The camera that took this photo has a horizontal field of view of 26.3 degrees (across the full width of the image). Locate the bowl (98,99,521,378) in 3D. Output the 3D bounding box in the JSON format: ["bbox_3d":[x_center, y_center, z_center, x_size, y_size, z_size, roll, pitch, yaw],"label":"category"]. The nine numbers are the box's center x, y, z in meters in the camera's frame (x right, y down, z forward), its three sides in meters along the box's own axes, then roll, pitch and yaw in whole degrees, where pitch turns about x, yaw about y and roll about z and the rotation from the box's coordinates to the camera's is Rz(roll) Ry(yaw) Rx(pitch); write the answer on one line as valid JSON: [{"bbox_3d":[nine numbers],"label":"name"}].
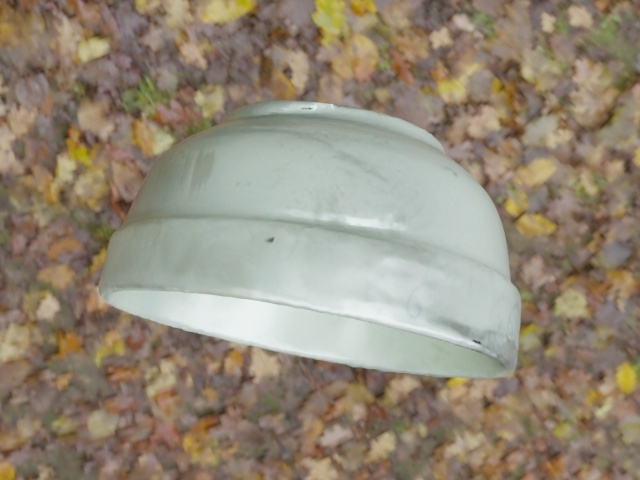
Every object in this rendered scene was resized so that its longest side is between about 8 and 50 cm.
[{"bbox_3d":[0.000,0.000,1.003,0.307,0.307,0.163,13,77,-25],"label":"bowl"}]
